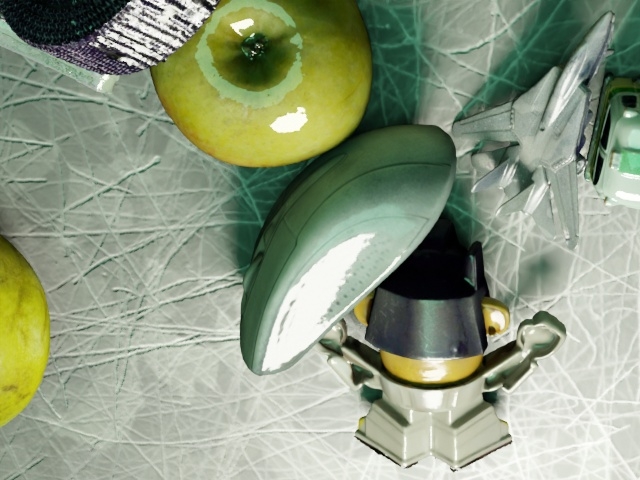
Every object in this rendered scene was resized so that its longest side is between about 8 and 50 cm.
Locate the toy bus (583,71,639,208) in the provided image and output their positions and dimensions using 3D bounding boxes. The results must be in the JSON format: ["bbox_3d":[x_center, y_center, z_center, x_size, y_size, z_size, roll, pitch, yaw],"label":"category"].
[{"bbox_3d":[0.434,-0.086,1.602,0.276,0.165,0.133,10,110,6],"label":"toy bus"}]

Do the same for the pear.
[{"bbox_3d":[-0.456,0.095,1.746,0.269,0.269,0.321,-1,122,8],"label":"pear"}]

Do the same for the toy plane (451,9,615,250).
[{"bbox_3d":[0.263,-0.141,1.609,0.212,0.088,0.267,47,126,28],"label":"toy plane"}]

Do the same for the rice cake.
[{"bbox_3d":[-0.332,-0.230,1.722,0.211,0.034,0.043,24,114,-1],"label":"rice cake"}]

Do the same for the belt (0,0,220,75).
[{"bbox_3d":[-0.219,-0.308,1.543,0.122,0.325,0.260,22,90,-42],"label":"belt"}]

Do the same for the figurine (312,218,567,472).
[{"bbox_3d":[0.133,0.125,1.730,0.308,0.143,0.308,-5,117,-9],"label":"figurine"}]

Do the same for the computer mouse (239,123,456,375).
[{"bbox_3d":[0.000,0.000,1.673,0.122,0.188,0.371,32,114,-21],"label":"computer mouse"}]

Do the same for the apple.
[{"bbox_3d":[-0.065,-0.199,1.605,0.261,0.194,0.261,0,99,2],"label":"apple"}]
